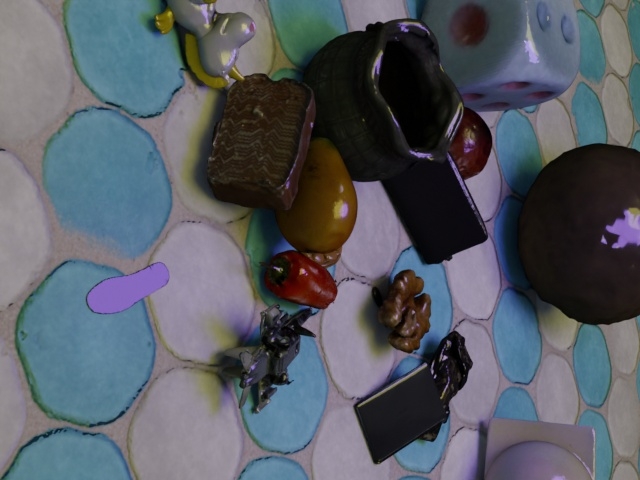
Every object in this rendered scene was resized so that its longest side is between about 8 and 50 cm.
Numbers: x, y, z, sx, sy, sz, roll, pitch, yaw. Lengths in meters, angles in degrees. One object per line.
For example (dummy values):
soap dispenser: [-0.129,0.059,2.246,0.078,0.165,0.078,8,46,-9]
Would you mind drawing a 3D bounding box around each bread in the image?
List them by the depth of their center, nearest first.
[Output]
bread: [0.000,0.000,1.638,0.110,0.024,0.110,14,71,-47]

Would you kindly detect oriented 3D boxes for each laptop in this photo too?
laptop: [0.153,0.324,1.720,0.180,0.016,0.129,-26,103,-29]

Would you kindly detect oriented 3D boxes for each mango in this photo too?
mango: [-0.012,-0.074,1.540,0.120,0.151,0.221,25,35,-36]

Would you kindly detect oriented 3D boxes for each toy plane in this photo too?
toy plane: [-0.061,0.170,1.490,0.262,0.088,0.192,-31,133,-50]

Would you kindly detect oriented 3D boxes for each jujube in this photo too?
jujube: [0.281,-0.202,1.906,0.236,0.168,0.168,7,77,-66]

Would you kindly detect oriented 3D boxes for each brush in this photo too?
brush: [0.116,0.129,1.759,0.024,0.008,0.083,-28,104,-53]

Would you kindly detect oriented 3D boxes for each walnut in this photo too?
walnut: [0.158,0.135,1.749,0.143,0.069,0.170,66,32,-17]

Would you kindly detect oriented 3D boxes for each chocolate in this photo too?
chocolate: [-0.092,-0.157,1.477,0.093,0.148,0.214,81,21,-62]

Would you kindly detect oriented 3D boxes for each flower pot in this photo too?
flower pot: [0.116,-0.256,1.675,0.302,0.213,0.301,11,75,-47]

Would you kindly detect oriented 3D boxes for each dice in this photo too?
dice: [0.393,-0.437,1.985,0.262,0.268,0.264,5,78,-48]

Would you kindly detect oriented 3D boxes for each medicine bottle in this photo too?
medicine bottle: [0.445,0.575,1.878,0.236,0.236,0.406,25,65,-44]

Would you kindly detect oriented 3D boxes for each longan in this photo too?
longan: [0.663,-0.026,2.132,0.404,0.404,0.436,48,54,-32]

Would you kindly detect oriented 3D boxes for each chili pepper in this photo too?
chili pepper: [-0.048,0.059,1.525,0.192,0.086,0.084,27,83,-53]

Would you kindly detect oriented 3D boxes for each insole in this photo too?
insole: [-0.277,0.068,1.326,0.153,0.002,0.053,-30,105,-47]

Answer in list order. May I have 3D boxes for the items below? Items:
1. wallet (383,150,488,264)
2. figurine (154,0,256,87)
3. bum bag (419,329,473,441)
wallet: [0.232,-0.070,1.832,0.250,0.149,0.044,59,19,-20]
figurine: [-0.175,-0.330,1.457,0.129,0.109,0.178,-47,114,-11]
bum bag: [0.236,0.295,1.819,0.248,0.069,0.102,-54,138,-22]
